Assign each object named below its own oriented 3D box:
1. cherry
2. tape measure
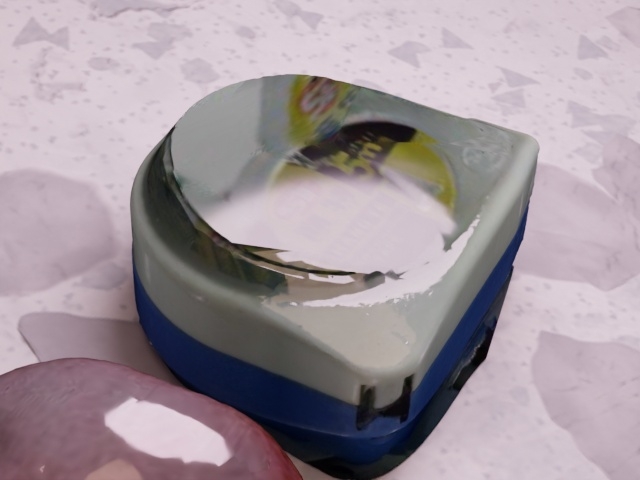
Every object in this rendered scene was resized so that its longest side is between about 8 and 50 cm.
[{"bbox_3d":[-0.122,0.184,0.786,0.239,0.206,0.239,16,42,-15],"label":"cherry"},{"bbox_3d":[0.002,0.000,1.042,0.262,0.138,0.259,25,45,12],"label":"tape measure"}]
